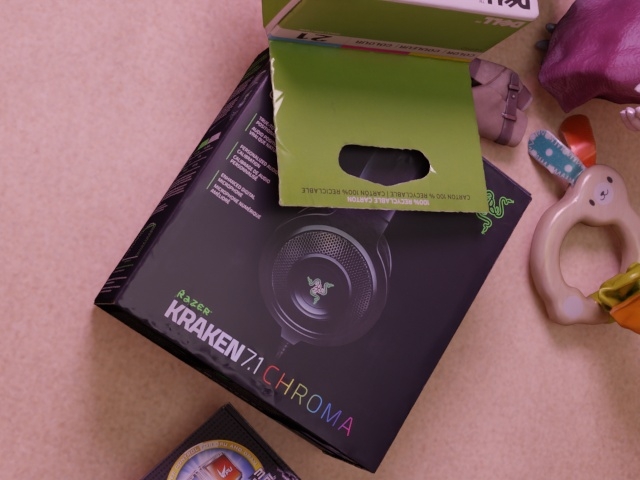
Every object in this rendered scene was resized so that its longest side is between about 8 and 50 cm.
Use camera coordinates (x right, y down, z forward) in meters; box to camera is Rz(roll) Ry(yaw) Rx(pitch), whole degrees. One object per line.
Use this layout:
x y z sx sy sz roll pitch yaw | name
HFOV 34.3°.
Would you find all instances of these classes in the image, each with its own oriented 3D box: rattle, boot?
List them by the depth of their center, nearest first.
0.261 -0.018 0.940 0.130 0.143 0.200 0 94 0 | rattle
0.147 -0.111 0.953 0.087 0.042 0.118 32 78 -17 | boot

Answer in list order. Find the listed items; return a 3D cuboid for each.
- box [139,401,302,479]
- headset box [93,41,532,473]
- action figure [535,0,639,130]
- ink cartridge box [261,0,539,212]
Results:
-0.098 0.294 0.790 0.270 0.060 0.216 -40 71 -16 | box
0.000 0.000 0.850 0.246 0.131 0.283 36 76 -14 | headset box
0.350 -0.155 0.853 0.275 0.370 0.248 27 90 -24 | action figure
0.061 -0.156 0.764 0.188 0.097 0.255 1 76 -26 | ink cartridge box
